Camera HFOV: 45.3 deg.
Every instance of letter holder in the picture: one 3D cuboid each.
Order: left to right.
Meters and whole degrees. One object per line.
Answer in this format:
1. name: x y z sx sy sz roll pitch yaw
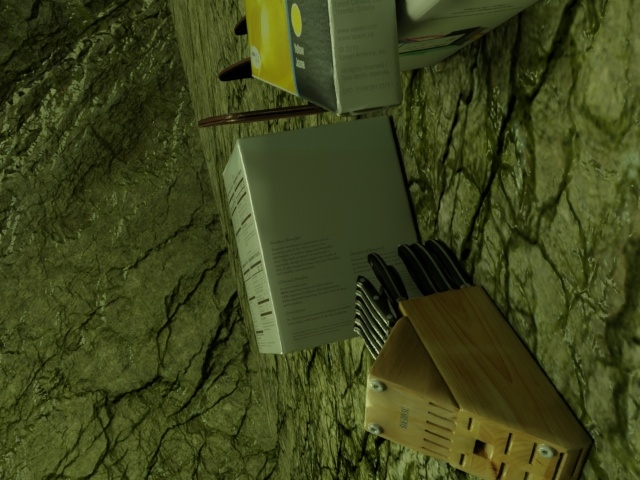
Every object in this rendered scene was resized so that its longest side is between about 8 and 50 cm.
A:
1. letter holder: -0.072 -0.245 1.077 0.302 0.214 0.152 -158 57 -73

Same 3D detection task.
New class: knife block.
1. knife block: 0.153 0.109 0.796 0.275 0.242 0.088 18 133 20

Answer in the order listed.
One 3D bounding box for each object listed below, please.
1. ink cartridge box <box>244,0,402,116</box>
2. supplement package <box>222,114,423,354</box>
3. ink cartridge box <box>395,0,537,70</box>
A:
1. ink cartridge box: -0.020 -0.285 0.680 0.303 0.072 0.307 -134 34 -66
2. supplement package: 0.000 0.000 1.014 0.198 0.199 0.263 148 110 -75
3. ink cartridge box: 0.084 -0.272 0.658 0.278 0.117 0.202 174 86 -75
